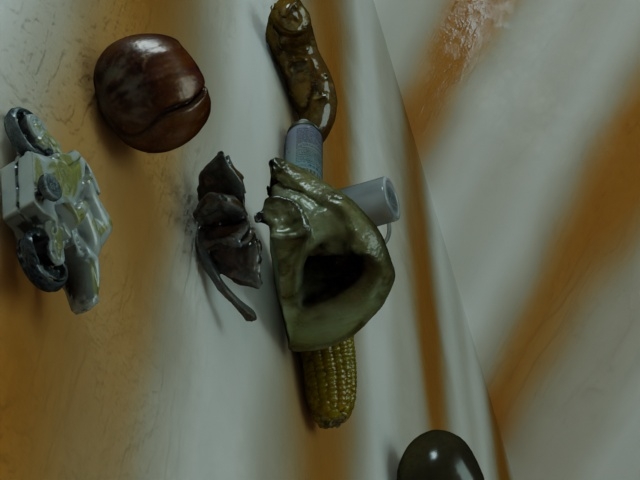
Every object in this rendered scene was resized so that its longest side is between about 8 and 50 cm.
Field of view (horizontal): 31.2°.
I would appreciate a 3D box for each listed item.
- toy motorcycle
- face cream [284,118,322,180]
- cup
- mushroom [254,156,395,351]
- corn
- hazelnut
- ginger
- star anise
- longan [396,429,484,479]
[{"bbox_3d":[-0.264,-0.028,1.163,0.151,0.074,0.229,44,22,-52],"label":"toy motorcycle"},{"bbox_3d":[-0.032,-0.152,2.162,0.229,0.075,0.075,-88,156,-51],"label":"face cream"},{"bbox_3d":[0.097,-0.056,2.412,0.099,0.133,0.136,-74,144,-59],"label":"cup"},{"bbox_3d":[0.001,-0.003,1.777,0.292,0.211,0.217,68,13,-47],"label":"mushroom"},{"bbox_3d":[0.011,0.163,1.899,0.102,0.102,0.313,52,24,-53],"label":"corn"},{"bbox_3d":[-0.215,-0.183,1.437,0.154,0.143,0.143,65,15,0],"label":"hazelnut"},{"bbox_3d":[-0.035,-0.343,2.320,0.133,0.107,0.309,-108,180,-75],"label":"ginger"},{"bbox_3d":[-0.131,-0.011,1.601,0.209,0.089,0.231,71,10,-55],"label":"star anise"},{"bbox_3d":[0.230,0.461,2.229,0.189,0.189,0.189,-18,90,-76],"label":"longan"}]
